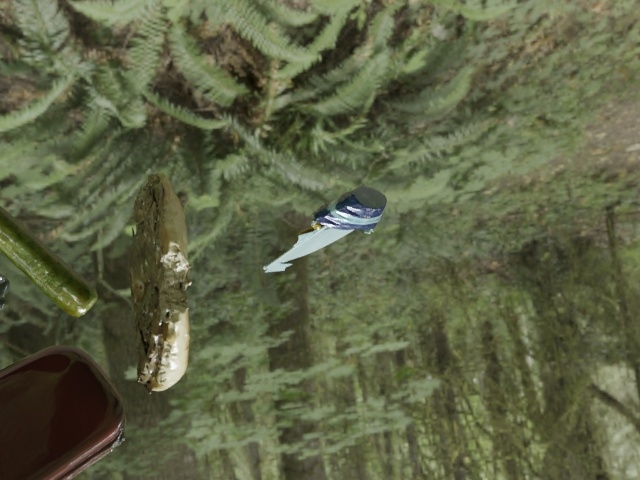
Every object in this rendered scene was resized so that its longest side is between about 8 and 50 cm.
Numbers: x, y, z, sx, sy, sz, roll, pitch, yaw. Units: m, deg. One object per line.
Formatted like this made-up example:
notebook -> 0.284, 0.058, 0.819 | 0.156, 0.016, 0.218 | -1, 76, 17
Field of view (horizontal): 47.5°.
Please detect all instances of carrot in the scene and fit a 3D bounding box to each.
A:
carrot -> -0.563, 0.008, 1.357 | 0.074, 0.358, 0.074 | -38, -161, 16

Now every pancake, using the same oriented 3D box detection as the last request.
pancake -> -0.277, 0.070, 1.243 | 0.071, 0.382, 0.382 | 0, 173, -21

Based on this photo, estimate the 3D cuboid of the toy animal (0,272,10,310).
toy animal -> -0.745, 0.128, 1.522 | 0.146, 0.245, 0.114 | 10, 140, -9

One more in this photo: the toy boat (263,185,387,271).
toy boat -> 0.000, 0.000, 1.423 | 0.291, 0.067, 0.220 | -39, 161, 29

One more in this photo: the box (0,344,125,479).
box -> -0.578, 0.369, 1.397 | 0.404, 0.263, 0.108 | -29, 165, -42
